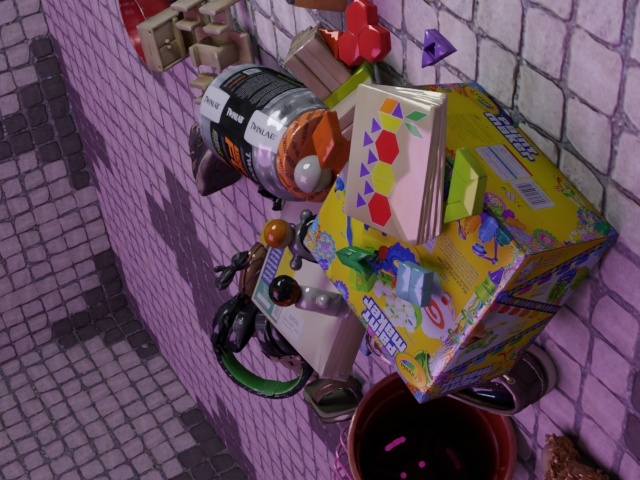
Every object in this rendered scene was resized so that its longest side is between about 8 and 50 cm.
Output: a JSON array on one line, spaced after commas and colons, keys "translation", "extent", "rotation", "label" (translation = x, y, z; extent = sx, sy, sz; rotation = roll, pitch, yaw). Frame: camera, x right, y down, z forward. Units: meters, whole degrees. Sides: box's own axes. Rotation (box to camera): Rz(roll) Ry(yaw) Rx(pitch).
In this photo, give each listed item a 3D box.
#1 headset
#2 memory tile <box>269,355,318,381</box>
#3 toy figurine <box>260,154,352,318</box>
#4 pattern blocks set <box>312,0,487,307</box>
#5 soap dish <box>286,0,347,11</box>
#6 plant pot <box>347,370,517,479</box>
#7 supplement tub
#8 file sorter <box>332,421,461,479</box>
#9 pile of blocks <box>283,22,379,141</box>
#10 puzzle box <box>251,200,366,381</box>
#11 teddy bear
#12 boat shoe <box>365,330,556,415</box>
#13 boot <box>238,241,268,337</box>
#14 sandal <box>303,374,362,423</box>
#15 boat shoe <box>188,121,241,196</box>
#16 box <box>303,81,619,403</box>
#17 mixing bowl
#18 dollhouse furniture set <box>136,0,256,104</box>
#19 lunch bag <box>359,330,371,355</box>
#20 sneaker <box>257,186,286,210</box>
[{"translation": [-0.151, 0.206, 2.367], "extent": [0.243, 0.185, 0.394], "rotation": [4, 121, 23], "label": "headset"}, {"translation": [-0.067, 0.284, 2.527], "extent": [0.148, 0.012, 0.113], "rotation": [27, 148, 20], "label": "memory tile"}, {"translation": [0.000, 0.000, 1.614], "extent": [0.209, 0.148, 0.213], "rotation": [-53, 31, 38], "label": "toy figurine"}, {"translation": [0.090, -0.098, 1.250], "extent": [0.285, 0.026, 0.325], "rotation": [37, 124, 41], "label": "pattern blocks set"}, {"translation": [-0.045, -0.495, 1.502], "extent": [0.291, 0.118, 0.229], "rotation": [56, 158, 21], "label": "soap dish"}, {"translation": [0.179, 0.383, 1.800], "extent": [0.272, 0.272, 0.265], "rotation": [57, 167, 21], "label": "plant pot"}, {"translation": [-0.068, -0.184, 1.811], "extent": [0.316, 0.193, 0.194], "rotation": [34, 144, 55], "label": "supplement tub"}, {"translation": [0.138, 0.473, 2.078], "extent": [0.202, 0.182, 0.291], "rotation": [54, 157, 29], "label": "file sorter"}, {"translation": [0.095, -0.190, 1.569], "extent": [0.112, 0.149, 0.362], "rotation": [-36, 88, 26], "label": "pile of blocks"}, {"translation": [-0.001, 0.046, 1.834], "extent": [0.272, 0.052, 0.409], "rotation": [-70, 24, 8], "label": "puzzle box"}, {"translation": [0.414, 0.419, 1.480], "extent": [0.338, 0.113, 0.245], "rotation": [-139, 37, -63], "label": "teddy bear"}, {"translation": [0.190, 0.181, 1.585], "extent": [0.324, 0.096, 0.117], "rotation": [15, 121, 38], "label": "boat shoe"}, {"translation": [-0.122, 0.129, 2.487], "extent": [0.115, 0.112, 0.305], "rotation": [23, 140, 24], "label": "boot"}, {"translation": [0.033, 0.333, 2.285], "extent": [0.303, 0.120, 0.086], "rotation": [-168, 69, -66], "label": "sandal"}, {"translation": [-0.236, -0.207, 2.289], "extent": [0.130, 0.132, 0.355], "rotation": [62, 158, 8], "label": "boat shoe"}, {"translation": [0.164, -0.002, 1.343], "extent": [0.290, 0.177, 0.279], "rotation": [54, 134, 28], "label": "box"}, {"translation": [-0.366, -0.488, 2.330], "extent": [0.181, 0.098, 0.181], "rotation": [50, 154, 35], "label": "mixing bowl"}, {"translation": [-0.213, -0.398, 2.069], "extent": [0.242, 0.161, 0.212], "rotation": [17, 133, 35], "label": "dollhouse furniture set"}, {"translation": [0.087, 0.095, 1.906], "extent": [0.176, 0.090, 0.219], "rotation": [61, 159, 22], "label": "lunch bag"}, {"translation": [-0.102, -0.129, 2.126], "extent": [0.170, 0.074, 0.063], "rotation": [60, 159, 14], "label": "sneaker"}]
